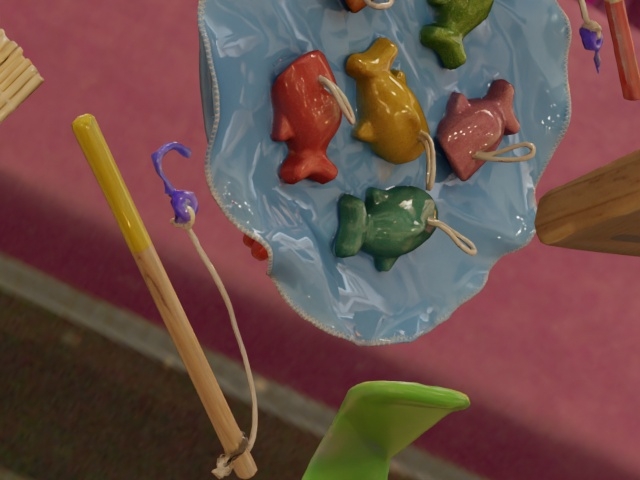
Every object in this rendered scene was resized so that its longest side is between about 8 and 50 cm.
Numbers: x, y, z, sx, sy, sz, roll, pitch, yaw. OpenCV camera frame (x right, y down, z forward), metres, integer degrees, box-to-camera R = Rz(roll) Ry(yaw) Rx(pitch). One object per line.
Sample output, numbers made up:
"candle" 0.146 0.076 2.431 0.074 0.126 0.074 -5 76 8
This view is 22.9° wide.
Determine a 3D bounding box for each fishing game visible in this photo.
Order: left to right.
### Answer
"fishing game" 0.035 -0.056 0.536 0.264 0.041 0.189 -37 122 -35

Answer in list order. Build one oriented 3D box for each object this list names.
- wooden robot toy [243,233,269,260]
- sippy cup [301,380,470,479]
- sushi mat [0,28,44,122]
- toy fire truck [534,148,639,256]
"wooden robot toy" 0.000 0.000 1.135 0.076 0.079 0.173 39 4 -27
"sippy cup" 0.037 0.229 0.722 0.240 0.224 0.305 -26 77 -30
"sushi mat" -0.319 -0.039 0.974 0.151 0.316 0.019 48 3 25
"toy fire truck" 0.074 -0.082 0.279 0.217 0.246 0.158 15 26 -8
